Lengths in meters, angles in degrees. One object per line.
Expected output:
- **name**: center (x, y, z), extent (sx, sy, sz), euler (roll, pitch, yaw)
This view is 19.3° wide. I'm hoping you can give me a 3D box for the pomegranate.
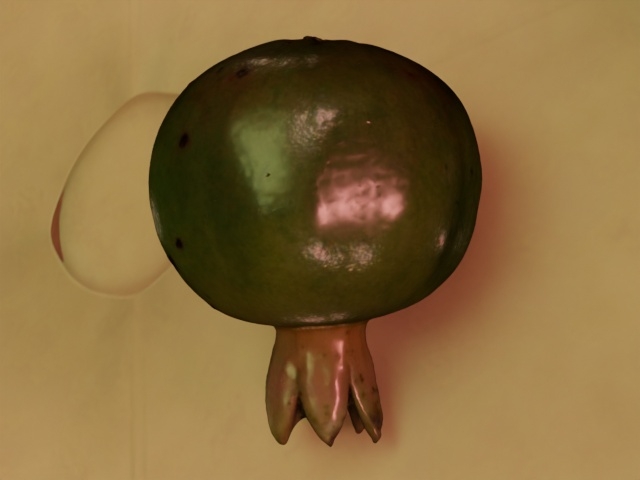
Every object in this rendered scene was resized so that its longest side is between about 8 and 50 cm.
- **pomegranate**: center (-0.002, 0.000, 1.040), extent (0.187, 0.187, 0.225), euler (0, 96, 39)
